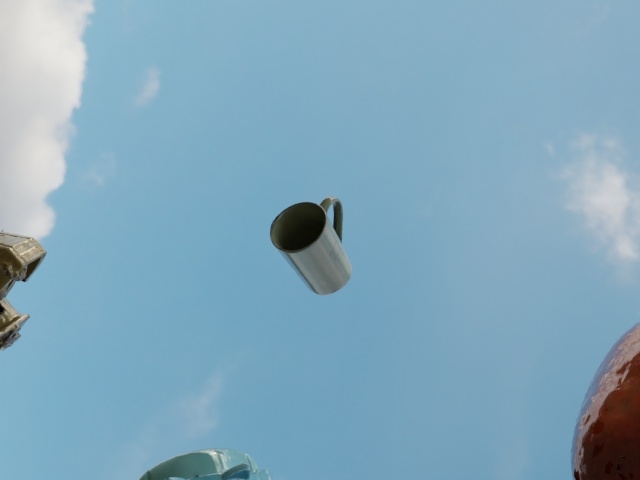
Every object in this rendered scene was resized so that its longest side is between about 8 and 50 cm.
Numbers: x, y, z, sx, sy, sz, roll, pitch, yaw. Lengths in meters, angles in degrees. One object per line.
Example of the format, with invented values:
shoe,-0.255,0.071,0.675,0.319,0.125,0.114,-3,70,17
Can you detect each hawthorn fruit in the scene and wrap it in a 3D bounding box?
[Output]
hawthorn fruit,0.307,0.136,0.657,0.211,0.211,0.299,3,-112,45

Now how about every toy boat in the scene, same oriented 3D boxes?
toy boat,-0.299,0.069,0.759,0.072,0.064,0.206,45,-56,3

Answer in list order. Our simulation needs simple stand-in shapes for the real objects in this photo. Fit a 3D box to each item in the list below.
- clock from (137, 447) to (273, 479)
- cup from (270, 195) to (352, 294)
clock,-0.171,0.382,1.232,0.274,0.224,0.094,105,-29,-45
cup,-0.005,0.002,0.799,0.055,0.083,0.074,-7,-126,20
